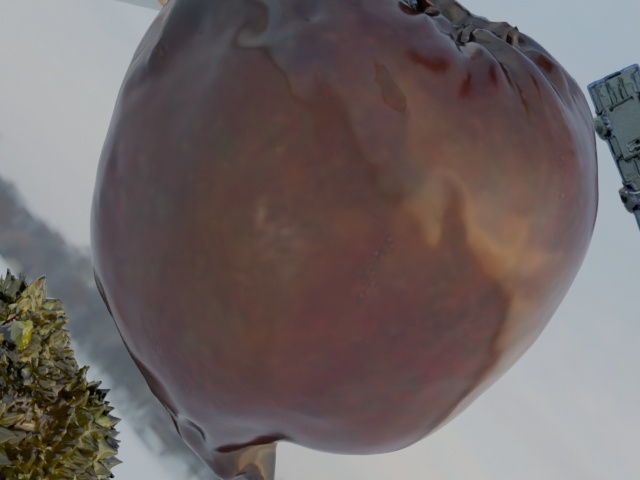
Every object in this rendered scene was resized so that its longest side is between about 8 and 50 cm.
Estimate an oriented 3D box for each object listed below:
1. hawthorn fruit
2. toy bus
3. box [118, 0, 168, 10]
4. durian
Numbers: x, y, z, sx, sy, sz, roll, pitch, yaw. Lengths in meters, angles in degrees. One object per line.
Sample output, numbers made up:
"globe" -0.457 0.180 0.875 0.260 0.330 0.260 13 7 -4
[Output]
"hawthorn fruit" 0.006 -0.022 1.006 0.308 0.325 0.308 31 36 -25
"toy bus" 0.242 -0.059 1.201 0.061 0.051 0.153 43 27 -51
"box" -0.217 -0.369 1.849 0.274 0.091 0.221 18 -31 49
"durian" -0.311 0.175 1.508 0.258 0.258 0.293 -153 -126 -69
